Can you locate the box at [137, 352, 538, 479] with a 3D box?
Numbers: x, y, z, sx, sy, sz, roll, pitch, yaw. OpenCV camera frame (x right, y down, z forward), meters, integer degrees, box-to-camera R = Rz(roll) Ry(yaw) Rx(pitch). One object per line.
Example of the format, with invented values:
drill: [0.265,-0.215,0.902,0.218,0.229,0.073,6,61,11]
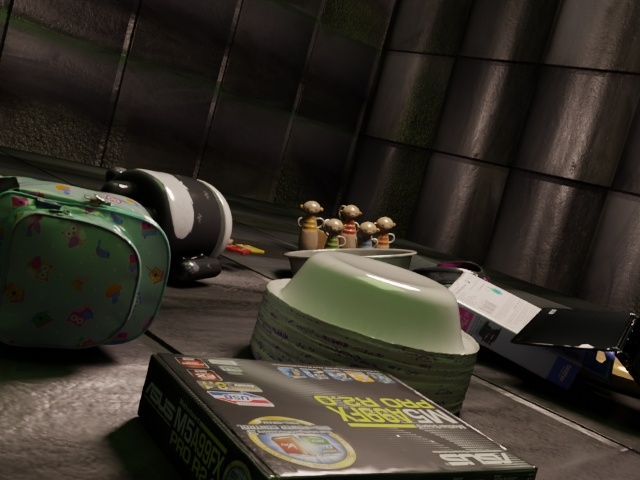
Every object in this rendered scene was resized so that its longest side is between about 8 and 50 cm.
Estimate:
box: [0.011,0.168,0.592,0.270,0.060,0.216,11,7,-35]

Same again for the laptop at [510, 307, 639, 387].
laptop: [0.476,0.211,1.156,0.264,0.136,0.234,54,31,11]

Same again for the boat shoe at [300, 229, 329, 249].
boat shoe: [0.000,0.000,2.206,0.170,0.063,0.059,23,-1,-31]

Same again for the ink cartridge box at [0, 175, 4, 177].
ink cartridge box: [-0.483,-0.028,0.849,0.211,0.121,0.289,18,6,22]

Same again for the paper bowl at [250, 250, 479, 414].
paper bowl: [0.063,0.107,0.899,0.284,0.148,0.284,17,6,-2]

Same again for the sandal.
sandal: [0.296,0.090,1.702,0.168,0.107,0.446,-10,27,-39]

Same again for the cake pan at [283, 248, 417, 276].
cake pan: [0.066,0.051,1.541,0.293,0.054,0.293,-1,2,0]

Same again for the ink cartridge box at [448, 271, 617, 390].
ink cartridge box: [0.371,0.167,1.268,0.311,0.065,0.186,25,20,19]

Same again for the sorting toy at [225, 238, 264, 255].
sorting toy: [-0.261,0.007,1.477,0.275,0.046,0.132,16,6,8]

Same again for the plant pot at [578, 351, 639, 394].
plant pot: [0.571,0.256,1.385,0.236,0.032,0.236,15,6,-2]

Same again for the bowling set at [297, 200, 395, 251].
bowling set: [0.087,-0.009,1.914,0.287,0.154,0.200,4,14,-12]

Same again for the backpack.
backpack: [-0.249,0.028,0.716,0.188,0.165,0.144,7,11,-37]

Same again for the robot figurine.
robot figurine: [-0.275,-0.030,1.208,0.174,0.209,0.278,-6,-4,26]
